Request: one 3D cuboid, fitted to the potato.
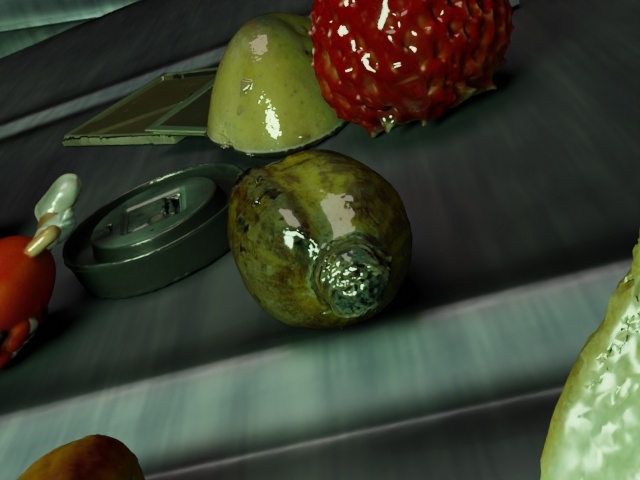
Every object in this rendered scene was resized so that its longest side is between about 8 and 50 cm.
[{"bbox_3d":[-0.049,-0.185,1.010,0.182,0.117,0.202,0,33,21],"label":"potato"}]

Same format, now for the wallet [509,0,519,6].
[{"bbox_3d":[0.177,-0.279,1.131,0.122,0.025,0.061,-22,26,5],"label":"wallet"}]

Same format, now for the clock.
[{"bbox_3d":[-0.146,-0.011,0.857,0.185,0.040,0.184,-18,25,9],"label":"clock"}]

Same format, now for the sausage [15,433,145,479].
[{"bbox_3d":[-0.132,0.196,0.387,0.103,0.076,0.302,-14,26,1],"label":"sausage"}]

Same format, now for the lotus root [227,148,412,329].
[{"bbox_3d":[0.000,0.000,0.625,0.120,0.120,0.209,-27,26,-7],"label":"lotus root"}]

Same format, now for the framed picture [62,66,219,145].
[{"bbox_3d":[-0.213,-0.192,1.307,0.289,0.016,0.213,5,38,46],"label":"framed picture"}]

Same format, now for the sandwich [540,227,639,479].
[{"bbox_3d":[0.192,0.061,0.233,0.273,0.095,0.248,26,93,58],"label":"sandwich"}]

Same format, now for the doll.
[{"bbox_3d":[-0.266,0.040,0.785,0.183,0.085,0.217,-50,13,17],"label":"doll"}]

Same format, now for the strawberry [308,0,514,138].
[{"bbox_3d":[0.071,-0.238,0.879,0.205,0.244,0.205,-18,23,8],"label":"strawberry"}]

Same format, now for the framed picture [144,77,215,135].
[{"bbox_3d":[-0.069,-0.189,1.151,0.197,0.014,0.252,6,37,35],"label":"framed picture"}]
